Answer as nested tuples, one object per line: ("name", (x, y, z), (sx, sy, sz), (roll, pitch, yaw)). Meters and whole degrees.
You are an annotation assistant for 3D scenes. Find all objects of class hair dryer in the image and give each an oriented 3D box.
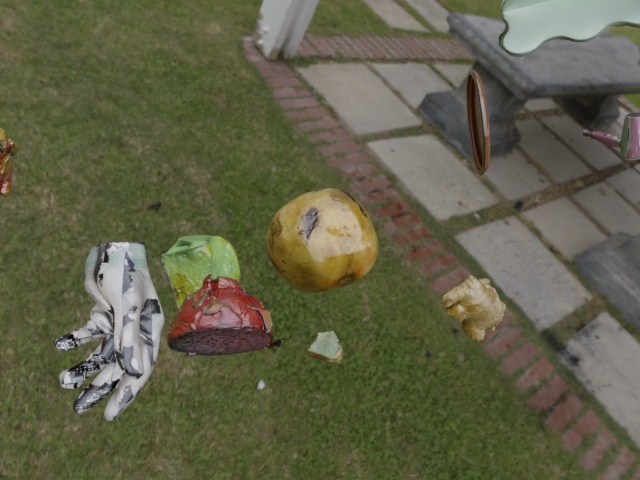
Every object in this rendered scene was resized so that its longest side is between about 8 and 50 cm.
("hair dryer", (0.698, -0.251, 1.306), (0.054, 0.106, 0.154), (-26, 24, -24))

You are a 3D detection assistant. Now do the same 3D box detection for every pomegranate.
("pomegranate", (0.000, 0.000, 1.271), (0.261, 0.260, 0.260), (17, 43, -17))

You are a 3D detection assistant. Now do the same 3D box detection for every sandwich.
("sandwich", (0.025, 0.306, 1.566), (0.105, 0.035, 0.093), (16, 53, 35))

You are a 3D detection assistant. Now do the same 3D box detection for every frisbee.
("frisbee", (0.374, -0.279, 1.298), (0.021, 0.250, 0.250), (-7, 43, 11))

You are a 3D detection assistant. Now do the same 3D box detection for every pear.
("pear", (-0.347, 0.108, 1.742), (0.282, 0.176, 0.286), (-42, 115, -74))

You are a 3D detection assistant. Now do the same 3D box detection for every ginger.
("ginger", (0.445, 0.194, 1.545), (0.216, 0.157, 0.102), (48, -6, -25))

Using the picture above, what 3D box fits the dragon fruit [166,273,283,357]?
("dragon fruit", (-0.208, 0.150, 1.147), (0.224, 0.218, 0.148), (-10, 63, 6))

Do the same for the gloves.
("gloves", (-0.250, 0.110, 0.679), (0.111, 0.128, 0.212), (5, 78, -69))

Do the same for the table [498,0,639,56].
("table", (0.337, -0.330, 0.729), (0.198, 0.166, 0.166), (-9, 39, 17))

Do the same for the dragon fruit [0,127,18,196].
("dragon fruit", (-0.807, -0.193, 1.185), (0.263, 0.296, 0.314), (3, 8, -32))
